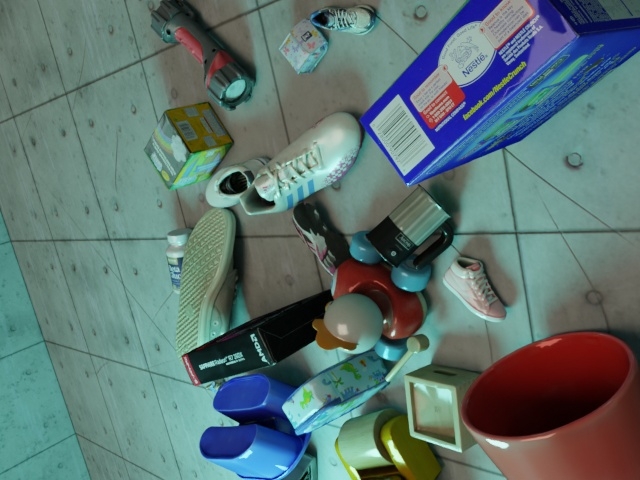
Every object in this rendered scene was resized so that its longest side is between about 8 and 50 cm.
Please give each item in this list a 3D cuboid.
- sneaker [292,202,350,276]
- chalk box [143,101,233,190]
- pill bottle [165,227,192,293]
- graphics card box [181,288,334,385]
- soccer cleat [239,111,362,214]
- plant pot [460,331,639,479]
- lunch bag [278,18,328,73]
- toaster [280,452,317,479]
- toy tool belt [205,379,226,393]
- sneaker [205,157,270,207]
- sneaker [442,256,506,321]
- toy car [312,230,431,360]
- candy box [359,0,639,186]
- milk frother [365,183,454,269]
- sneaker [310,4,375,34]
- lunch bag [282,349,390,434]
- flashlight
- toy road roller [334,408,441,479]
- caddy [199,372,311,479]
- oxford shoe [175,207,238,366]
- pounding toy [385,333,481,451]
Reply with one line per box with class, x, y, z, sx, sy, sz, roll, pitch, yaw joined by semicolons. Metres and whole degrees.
sneaker;0.000;0.000;1.311;0.178;0.072;0.077;59;163;2
chalk box;-0.336;-0.219;1.493;0.132;0.132;0.213;58;138;8
pill bottle;-0.379;0.056;1.681;0.094;0.094;0.169;10;114;42
graphics card box;-0.143;0.235;1.423;0.371;0.233;0.094;-25;89;48
soccer cleat;-0.047;-0.138;1.226;0.331;0.143;0.116;-37;80;47
plant pot;0.390;0.313;0.918;0.275;0.275;0.243;-21;101;48
lunch bag;-0.031;-0.379;1.173;0.083;0.053;0.071;-44;77;37
toaster;-0.090;0.654;1.599;0.110;0.186;0.168;14;122;25
toy tool belt;-0.302;0.450;1.809;0.083;0.051;0.052;26;125;35
sneaker;-0.216;-0.136;1.435;0.258;0.091;0.094;-22;91;48
sneaker;0.278;0.082;1.064;0.134;0.051;0.070;43;138;29
toy car;0.065;0.136;1.164;0.210;0.238;0.219;33;128;31
candy box;0.249;-0.216;0.766;0.268;0.317;0.122;-42;75;45
milk frother;0.159;-0.031;1.109;0.135;0.129;0.143;-44;39;11
sneaker;0.038;-0.398;1.090;0.135;0.058;0.052;16;119;39
lunch bag;0.036;0.326;1.292;0.090;0.219;0.176;58;136;19
flashlight;-0.276;-0.422;1.364;0.304;0.103;0.103;45;136;20
toy road roller;0.129;0.553;1.281;0.202;0.240;0.329;-34;82;47
caddy;-0.154;0.481;1.542;0.179;0.241;0.341;32;147;-28
oxford shoe;-0.286;0.126;1.608;0.169;0.130;0.449;24;109;43
pounding toy;0.223;0.279;1.185;0.181;0.094;0.206;0;98;50
